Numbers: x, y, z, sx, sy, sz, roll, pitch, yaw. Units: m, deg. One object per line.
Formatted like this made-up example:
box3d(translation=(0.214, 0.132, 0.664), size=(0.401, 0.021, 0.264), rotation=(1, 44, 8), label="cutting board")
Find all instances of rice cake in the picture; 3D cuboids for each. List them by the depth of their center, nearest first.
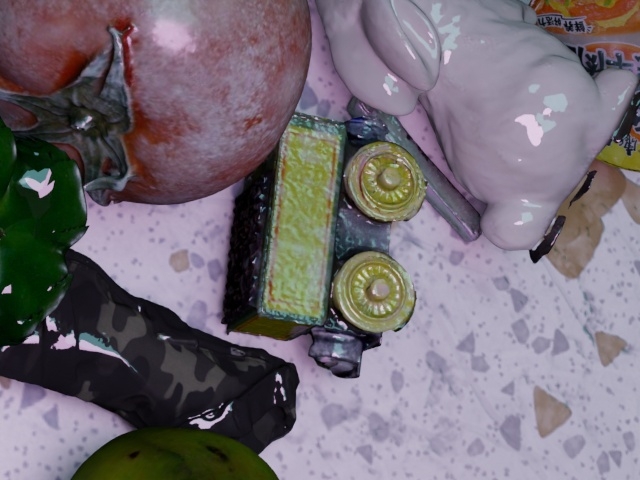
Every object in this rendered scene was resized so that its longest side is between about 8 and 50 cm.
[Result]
box3d(translation=(0.104, -0.078, 1.657), size=(0.208, 0.033, 0.033), rotation=(48, 64, -10), label="rice cake")

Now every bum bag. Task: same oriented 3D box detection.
box3d(translation=(-0.170, 0.115, 1.441), size=(0.340, 0.095, 0.144), rotation=(31, 69, -25), label="bum bag")

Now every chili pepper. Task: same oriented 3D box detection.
box3d(translation=(-0.333, -0.011, 1.273), size=(0.233, 0.256, 0.249), rotation=(-3, 95, -62), label="chili pepper")

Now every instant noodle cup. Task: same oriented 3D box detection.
box3d(translation=(0.381, -0.230, 1.720), size=(0.200, 0.264, 0.264), rotation=(-40, 98, -38), label="instant noodle cup")

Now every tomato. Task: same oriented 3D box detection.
box3d(translation=(-0.163, -0.179, 1.390), size=(0.316, 0.316, 0.283), rotation=(34, 56, -16), label="tomato")

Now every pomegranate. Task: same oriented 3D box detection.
box3d(translation=(-0.100, 0.287, 1.371), size=(0.302, 0.236, 0.236), rotation=(27, 65, -47), label="pomegranate")

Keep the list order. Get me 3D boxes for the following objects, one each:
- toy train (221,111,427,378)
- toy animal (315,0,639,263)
box3d(translation=(0.000, 0.000, 1.534), size=(0.177, 0.134, 0.261), rotation=(10, 74, -17), label="toy train")
box3d(translation=(0.141, -0.173, 1.618), size=(0.357, 0.194, 0.258), rotation=(32, 56, -8), label="toy animal")
